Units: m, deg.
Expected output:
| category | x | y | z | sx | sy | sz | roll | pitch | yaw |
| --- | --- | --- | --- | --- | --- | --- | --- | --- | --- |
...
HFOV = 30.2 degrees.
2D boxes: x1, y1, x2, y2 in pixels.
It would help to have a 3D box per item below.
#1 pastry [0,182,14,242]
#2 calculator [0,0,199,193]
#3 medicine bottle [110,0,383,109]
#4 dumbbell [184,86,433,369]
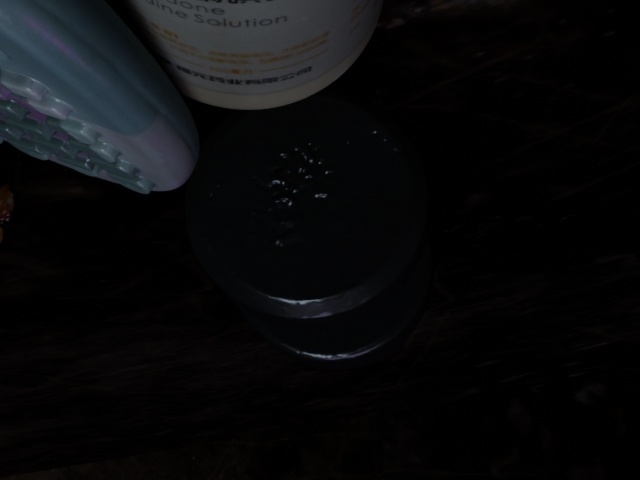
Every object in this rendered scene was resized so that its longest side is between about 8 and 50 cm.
| category | x | y | z | sx | sy | sz | roll | pitch | yaw |
| --- | --- | --- | --- | --- | --- | --- | --- | --- | --- |
| pastry | -0.269 | -0.008 | 0.765 | 0.087 | 0.063 | 0.169 | -22 | 161 | 26 |
| calculator | -0.148 | -0.089 | 0.438 | 0.186 | 0.041 | 0.299 | 19 | 168 | 26 |
| medicine bottle | -0.026 | -0.137 | 0.381 | 0.114 | 0.114 | 0.252 | -10 | 164 | -5 |
| dumbbell | 0.000 | 0.000 | 0.819 | 0.153 | 0.152 | 0.218 | -12 | 164 | 3 |
